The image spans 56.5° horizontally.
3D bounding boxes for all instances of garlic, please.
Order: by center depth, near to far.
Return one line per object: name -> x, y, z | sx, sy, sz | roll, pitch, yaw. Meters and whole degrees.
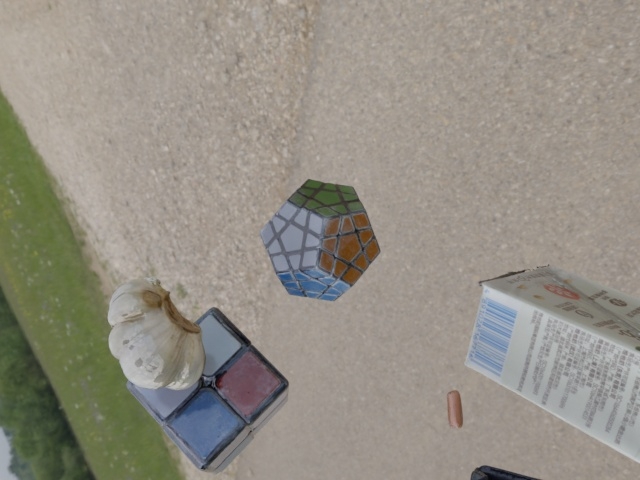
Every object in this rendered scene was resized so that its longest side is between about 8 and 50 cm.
garlic -> -0.399, 0.241, 1.382 | 0.281, 0.184, 0.203 | 44, 123, -10

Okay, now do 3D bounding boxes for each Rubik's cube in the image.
Rubik's cube -> 0.001, 0.000, 1.537 | 0.319, 0.319, 0.263 | 129, 155, -58
Rubik's cube -> -0.297, 0.429, 1.673 | 0.316, 0.313, 0.318 | 43, 161, 13

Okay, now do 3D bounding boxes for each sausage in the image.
sausage -> 0.300, 0.377, 1.329 | 0.034, 0.034, 0.083 | 131, 144, -58

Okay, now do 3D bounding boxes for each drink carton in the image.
drink carton -> 0.367, 0.151, 0.740 | 0.325, 0.194, 0.131 | 25, 115, 45

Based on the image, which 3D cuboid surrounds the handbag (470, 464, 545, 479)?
handbag -> 0.407, 0.600, 1.101 | 0.329, 0.122, 0.303 | -7, 96, 49
